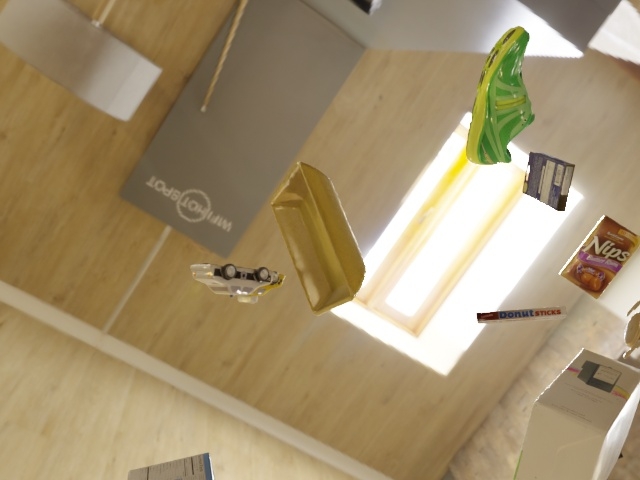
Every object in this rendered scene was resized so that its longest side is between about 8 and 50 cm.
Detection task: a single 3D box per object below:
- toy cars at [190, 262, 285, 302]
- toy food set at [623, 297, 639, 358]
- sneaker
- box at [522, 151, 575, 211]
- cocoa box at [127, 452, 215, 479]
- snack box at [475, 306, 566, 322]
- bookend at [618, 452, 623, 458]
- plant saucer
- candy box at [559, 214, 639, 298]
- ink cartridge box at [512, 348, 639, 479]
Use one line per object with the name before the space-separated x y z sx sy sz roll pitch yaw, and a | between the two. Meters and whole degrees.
toy cars | -0.193 0.108 1.552 0.177 0.087 0.393 3 175 4
toy food set | 1.025 0.288 2.055 0.039 0.192 0.132 19 144 7
sneaker | 0.378 -0.288 1.293 0.124 0.295 0.109 11 -144 7
box | 0.662 -0.178 1.862 0.037 0.136 0.225 2 -163 -10
cocoa box | -0.368 0.788 1.686 0.228 0.347 0.231 -10 -167 -13
snack box | 0.420 0.158 1.341 0.178 0.022 0.064 -6 166 15
bookend | 0.596 0.510 1.512 0.157 0.156 0.072 107 149 -62
plant saucer | 0.000 0.000 1.544 0.332 0.081 0.333 68 160 7
candy box | 0.705 0.041 1.606 0.109 0.186 0.053 36 -171 14
ink cartridge box | 0.470 0.332 1.136 0.119 0.207 0.353 20 -159 33
